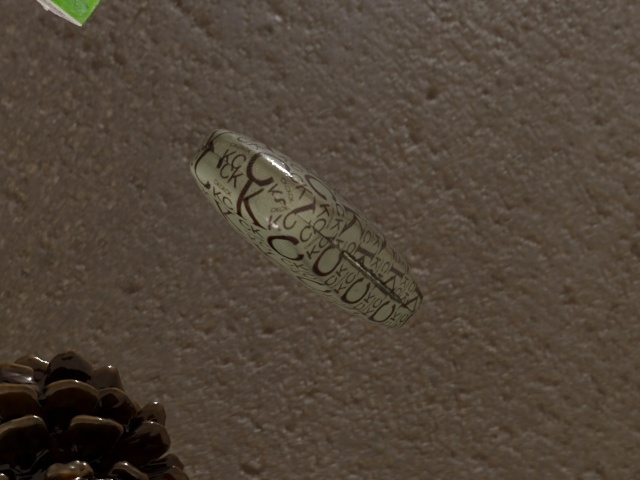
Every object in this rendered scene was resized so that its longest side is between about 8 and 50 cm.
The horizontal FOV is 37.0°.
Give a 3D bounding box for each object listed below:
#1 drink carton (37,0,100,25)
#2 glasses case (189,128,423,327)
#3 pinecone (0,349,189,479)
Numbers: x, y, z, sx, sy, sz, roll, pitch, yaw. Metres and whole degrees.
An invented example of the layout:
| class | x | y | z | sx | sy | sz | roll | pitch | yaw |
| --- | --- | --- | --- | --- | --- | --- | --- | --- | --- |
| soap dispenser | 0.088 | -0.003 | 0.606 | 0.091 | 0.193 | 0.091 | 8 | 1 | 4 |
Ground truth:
| class | x | y | z | sx | sy | sz | roll | pitch | yaw |
| --- | --- | --- | --- | --- | --- | --- | --- | --- | --- |
| drink carton | -0.230 | -0.366 | 0.924 | 0.161 | 0.108 | 0.271 | 36 | 88 | -40 |
| glasses case | 0.000 | 0.000 | 0.875 | 0.137 | 0.355 | 0.085 | 37 | 89 | 28 |
| pinecone | -0.353 | 0.365 | 1.254 | 0.398 | 0.398 | 0.397 | 9 | 68 | -24 |
